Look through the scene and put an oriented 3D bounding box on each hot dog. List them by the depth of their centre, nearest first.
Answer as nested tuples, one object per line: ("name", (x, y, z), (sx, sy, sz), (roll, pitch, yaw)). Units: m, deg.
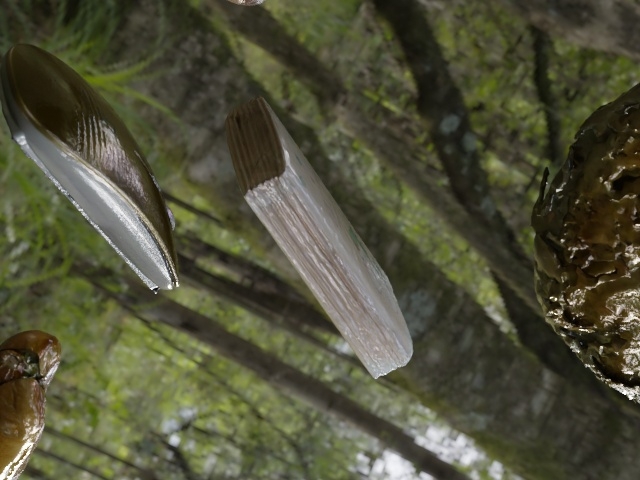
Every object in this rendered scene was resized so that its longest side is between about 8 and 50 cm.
("hot dog", (-0.276, 0.153, 1.036), (0.249, 0.068, 0.100), (127, -25, -54))

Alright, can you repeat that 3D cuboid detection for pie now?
("pie", (0.229, 0.016, 0.542), (0.274, 0.274, 0.055), (-46, -162, 49))

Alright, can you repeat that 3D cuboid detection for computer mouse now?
("computer mouse", (-0.169, -0.055, 0.952), (0.056, 0.245, 0.126), (-27, -132, 5))

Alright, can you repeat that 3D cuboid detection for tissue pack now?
("tissue pack", (0.000, 0.000, 1.391), (0.071, 0.325, 0.170), (-28, -143, 9))

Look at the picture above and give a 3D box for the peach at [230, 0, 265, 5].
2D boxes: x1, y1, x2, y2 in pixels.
("peach", (-0.075, -0.269, 1.172), (0.083, 0.083, 0.083), (-56, -165, 24))
